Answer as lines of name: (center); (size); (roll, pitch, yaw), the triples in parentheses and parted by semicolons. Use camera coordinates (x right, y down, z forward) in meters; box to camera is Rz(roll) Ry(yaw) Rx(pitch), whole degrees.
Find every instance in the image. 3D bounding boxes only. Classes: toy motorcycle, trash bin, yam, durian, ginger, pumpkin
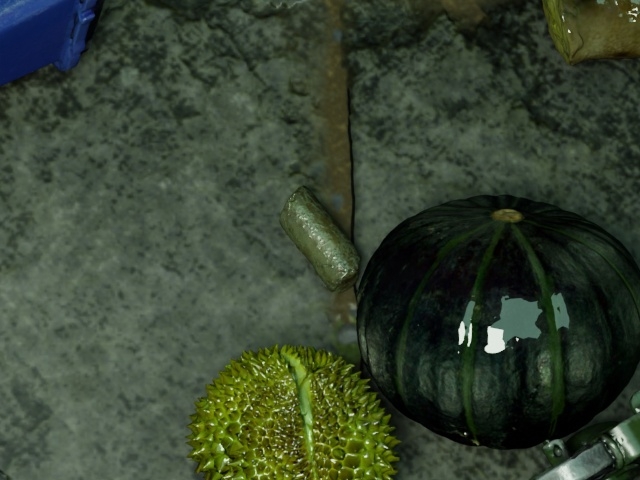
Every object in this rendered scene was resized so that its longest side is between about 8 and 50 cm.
toy motorcycle: (0.312, 0.209, 1.588); (0.275, 0.127, 0.205); (-25, 78, -22)
trash bin: (-0.311, -0.191, 1.576); (0.234, 0.184, 0.162); (-35, 79, -27)
yam: (0.000, 0.000, 1.648); (0.043, 0.043, 0.094); (-36, 78, -18)
durian: (-0.014, 0.172, 1.535); (0.159, 0.146, 0.198); (-39, 105, -1)
ginger: (0.330, -0.233, 1.741); (0.263, 0.109, 0.116); (-18, 102, -13)
pumpkin: (0.150, 0.069, 1.559); (0.250, 0.216, 0.250); (-6, 39, 5)
